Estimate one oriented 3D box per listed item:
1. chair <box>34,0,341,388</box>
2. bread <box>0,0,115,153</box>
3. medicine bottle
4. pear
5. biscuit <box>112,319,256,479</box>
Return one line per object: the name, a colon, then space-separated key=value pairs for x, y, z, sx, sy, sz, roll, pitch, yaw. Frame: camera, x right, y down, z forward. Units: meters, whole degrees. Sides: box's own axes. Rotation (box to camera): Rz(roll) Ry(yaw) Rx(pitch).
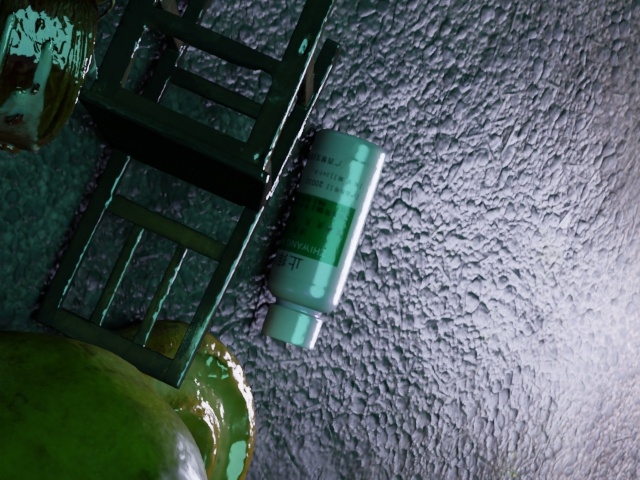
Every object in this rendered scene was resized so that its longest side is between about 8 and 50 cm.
chair: x=-0.144 y=-0.083 z=1.591 sx=0.240 sy=0.203 sz=0.416 roll=97 pitch=18 yaw=-80
bread: x=-0.281 y=-0.193 z=1.469 sx=0.142 sy=0.224 sz=0.212 roll=13 pitch=68 yaw=-32
medicine bottle: x=0.000 y=0.000 z=1.879 sx=0.095 sy=0.095 sz=0.260 roll=20 pitch=86 yaw=-44
pear: x=-0.286 y=0.261 z=1.479 sx=0.352 sy=0.413 sz=0.352 roll=-35 pitch=138 yaw=-39
biscuit: x=-0.192 y=0.236 z=1.759 sx=0.296 sy=0.102 sz=0.296 roll=-15 pitch=113 yaw=-39
